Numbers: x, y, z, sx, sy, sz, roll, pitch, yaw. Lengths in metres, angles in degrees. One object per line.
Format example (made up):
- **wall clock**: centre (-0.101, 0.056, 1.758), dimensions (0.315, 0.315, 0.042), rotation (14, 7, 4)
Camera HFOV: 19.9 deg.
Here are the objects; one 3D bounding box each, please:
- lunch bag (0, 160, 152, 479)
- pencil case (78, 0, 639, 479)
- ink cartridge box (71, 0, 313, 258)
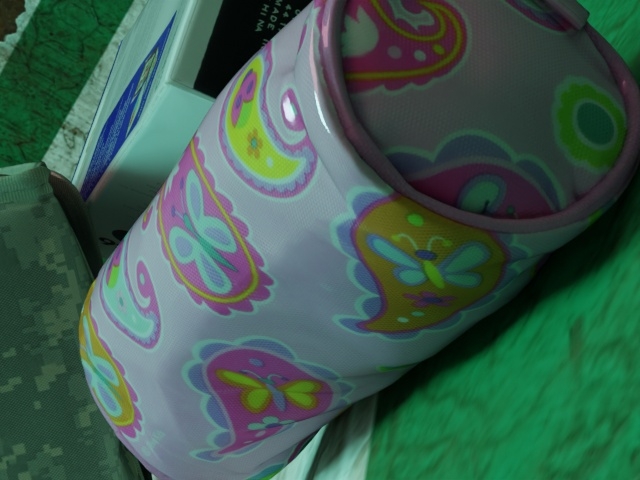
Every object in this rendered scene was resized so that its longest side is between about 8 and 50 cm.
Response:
- **lunch bag**: centre (-0.180, 0.084, 0.948), dimensions (0.287, 0.169, 0.235), rotation (-162, 59, -79)
- **pencil case**: centre (0.000, 0.000, 0.672), dimensions (0.284, 0.124, 0.124), rotation (-48, 16, 58)
- **ink cartridge box**: centre (-0.071, -0.089, 0.990), dimensions (0.333, 0.065, 0.165), rotation (143, 145, -67)
